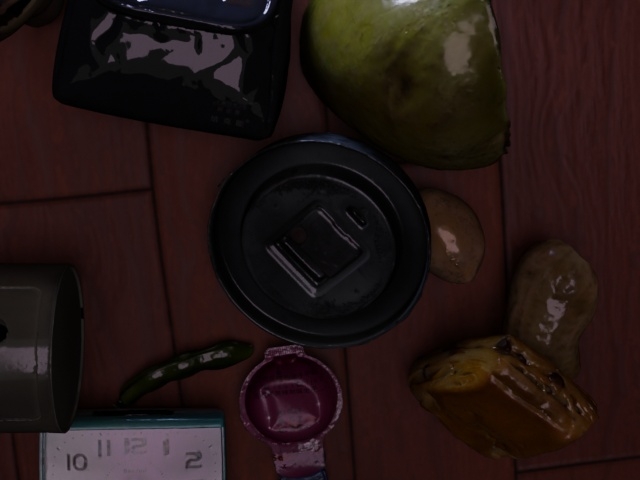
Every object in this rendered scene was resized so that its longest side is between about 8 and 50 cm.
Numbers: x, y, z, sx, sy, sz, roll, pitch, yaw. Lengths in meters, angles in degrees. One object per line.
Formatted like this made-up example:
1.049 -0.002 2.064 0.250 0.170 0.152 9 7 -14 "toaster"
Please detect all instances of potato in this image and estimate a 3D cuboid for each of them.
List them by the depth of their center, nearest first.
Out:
0.097 -0.223 1.172 0.213 0.280 0.330 -18 103 -3 "potato"
0.175 -0.009 1.309 0.112 0.112 0.147 -38 96 3 "potato"

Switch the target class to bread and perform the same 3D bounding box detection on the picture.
0.249 0.230 1.300 0.210 0.235 0.099 39 59 -11 "bread"

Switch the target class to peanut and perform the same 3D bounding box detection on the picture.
0.332 0.121 1.335 0.137 0.122 0.253 1 105 -33 "peanut"

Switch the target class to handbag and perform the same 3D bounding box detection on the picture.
-0.179 -0.284 1.186 0.302 0.178 0.275 10 100 -6 "handbag"

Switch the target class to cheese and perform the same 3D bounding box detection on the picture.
-0.039 0.269 1.363 0.155 0.062 0.244 -9 103 -2 "cheese"

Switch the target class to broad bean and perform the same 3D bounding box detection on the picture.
-0.206 0.193 1.346 0.227 0.039 0.069 -25 135 4 "broad bean"

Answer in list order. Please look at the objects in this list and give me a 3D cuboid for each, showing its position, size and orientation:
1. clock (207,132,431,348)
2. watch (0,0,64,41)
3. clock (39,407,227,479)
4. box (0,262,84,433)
-0.001 0.001 1.265 0.313 0.061 0.312 4 114 10 "clock"
-0.476 -0.418 1.081 0.327 0.314 0.335 37 120 8 "watch"
-0.268 0.353 1.342 0.262 0.116 0.231 0 96 -6 "clock"
-0.408 0.143 1.224 0.149 0.226 0.226 0 101 -5 "box"
